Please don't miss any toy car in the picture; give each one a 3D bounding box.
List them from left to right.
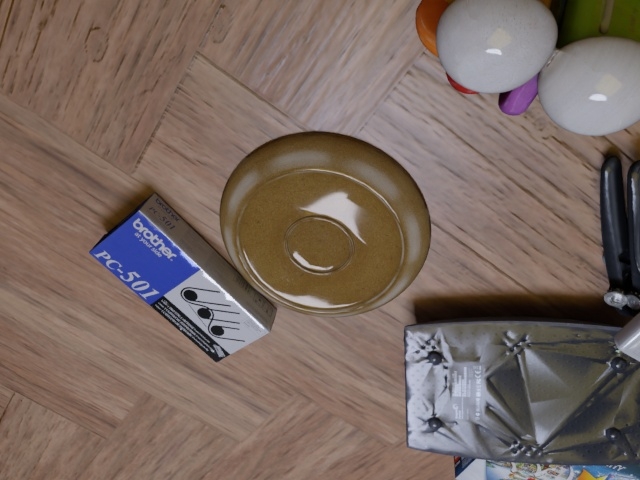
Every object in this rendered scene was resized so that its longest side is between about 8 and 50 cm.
[{"bbox_3d":[0.157,-0.151,0.387,0.182,0.159,0.136,21,159,-4],"label":"toy car"}]

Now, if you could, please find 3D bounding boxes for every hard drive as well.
[{"bbox_3d":[0.225,0.164,0.594,0.255,0.054,0.171,-1,103,12],"label":"hard drive"}]

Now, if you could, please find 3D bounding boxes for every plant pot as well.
[{"bbox_3d":[0.000,0.000,0.569,0.237,0.032,0.236,5,125,7],"label":"plant pot"}]

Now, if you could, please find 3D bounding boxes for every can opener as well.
[{"bbox_3d":[0.300,0.001,0.507,0.059,0.073,0.186,10,135,54],"label":"can opener"}]

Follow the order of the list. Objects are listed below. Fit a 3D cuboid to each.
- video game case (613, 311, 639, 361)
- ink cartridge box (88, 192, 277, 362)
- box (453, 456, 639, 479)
[{"bbox_3d":[0.423,0.065,0.453,0.206,0.026,0.227,29,120,0],"label":"video game case"},{"bbox_3d":[-0.158,0.051,0.623,0.097,0.046,0.207,-32,112,26],"label":"ink cartridge box"},{"bbox_3d":[0.323,0.302,0.701,0.233,0.044,0.159,23,124,-5],"label":"box"}]
